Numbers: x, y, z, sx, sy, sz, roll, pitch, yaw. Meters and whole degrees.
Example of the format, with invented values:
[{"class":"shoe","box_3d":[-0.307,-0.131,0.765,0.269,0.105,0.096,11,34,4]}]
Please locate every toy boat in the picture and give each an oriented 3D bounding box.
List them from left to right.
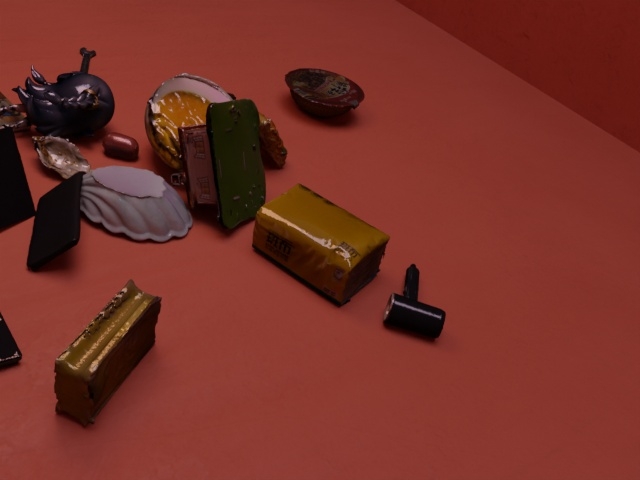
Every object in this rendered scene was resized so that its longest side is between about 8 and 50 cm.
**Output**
[{"class":"toy boat","box_3d":[-0.432,-0.098,1.545,0.291,0.100,0.199,12,35,-11]}]

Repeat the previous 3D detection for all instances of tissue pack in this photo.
[{"class":"tissue pack","box_3d":[0.000,0.000,1.561,0.271,0.133,0.192,31,39,19]}]

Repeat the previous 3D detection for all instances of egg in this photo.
[{"class":"egg","box_3d":[-0.340,-0.273,1.769,0.265,0.174,0.286,-12,72,-35]}]

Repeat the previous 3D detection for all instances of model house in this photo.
[{"class":"model house","box_3d":[-0.253,-0.189,1.626,0.154,0.293,0.207,3,17,26]}]

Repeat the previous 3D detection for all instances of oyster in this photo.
[{"class":"oyster","box_3d":[-0.634,-0.201,1.630,0.148,0.051,0.103,50,43,-2]}]

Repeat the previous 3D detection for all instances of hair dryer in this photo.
[{"class":"hair dryer","box_3d":[0.226,0.123,1.558,0.129,0.069,0.255,19,31,2]}]

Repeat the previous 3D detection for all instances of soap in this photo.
[{"class":"soap","box_3d":[-0.360,0.189,1.158,0.076,0.134,0.233,21,36,5]}]

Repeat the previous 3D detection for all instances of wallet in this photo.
[{"class":"wallet","box_3d":[-0.556,-0.048,1.423,0.124,0.025,0.244,-30,40,10]}]

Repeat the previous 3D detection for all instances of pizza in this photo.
[{"class":"pizza","box_3d":[-0.152,-0.292,1.871,0.197,0.058,0.292,52,-5,-8]}]

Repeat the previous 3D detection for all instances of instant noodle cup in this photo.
[{"class":"instant noodle cup","box_3d":[0.005,-0.472,2.230,0.274,0.090,0.274,11,36,-8]}]

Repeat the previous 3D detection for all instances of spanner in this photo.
[{"class":"spanner","box_3d":[-0.728,-0.539,2.080,0.054,0.015,0.254,4,38,-17]}]

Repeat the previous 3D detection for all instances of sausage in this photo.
[{"class":"sausage","box_3d":[-0.515,-0.244,1.738,0.094,0.059,0.054,16,48,-10]}]

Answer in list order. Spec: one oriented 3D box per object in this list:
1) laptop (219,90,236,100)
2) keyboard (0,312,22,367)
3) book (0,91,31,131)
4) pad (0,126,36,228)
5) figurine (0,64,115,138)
[{"class":"laptop","box_3d":[-0.353,-0.418,2.069,0.154,0.026,0.207,13,35,-2]},{"class":"keyboard","box_3d":[-0.646,0.123,1.221,0.106,0.027,0.317,-12,45,-39]},{"class":"book","box_3d":[-0.904,-0.315,1.698,0.264,0.027,0.202,-21,51,-41]},{"class":"pad","box_3d":[-0.708,-0.099,1.336,0.005,0.202,0.300,3,22,28]},{"class":"figurine","box_3d":[-0.656,-0.339,1.719,0.197,0.175,0.265,21,42,20]}]
